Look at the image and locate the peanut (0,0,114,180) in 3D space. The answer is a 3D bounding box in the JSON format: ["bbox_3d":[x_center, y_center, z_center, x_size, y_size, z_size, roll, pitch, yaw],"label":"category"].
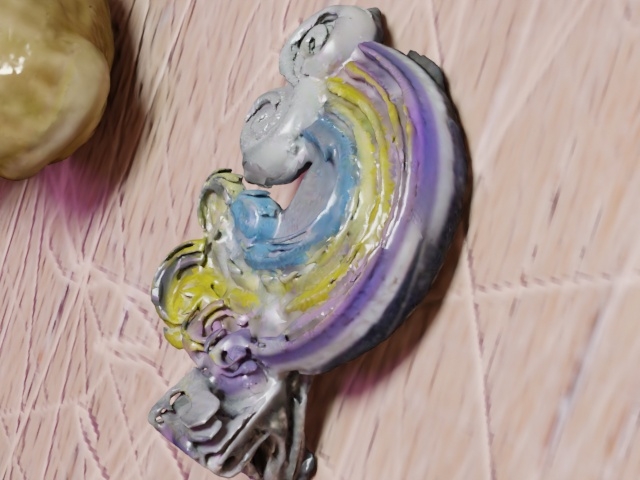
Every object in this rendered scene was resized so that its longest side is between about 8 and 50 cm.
[{"bbox_3d":[-0.172,-0.091,0.861,0.253,0.122,0.137,5,80,53],"label":"peanut"}]

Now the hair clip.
[{"bbox_3d":[0.000,0.000,0.630,0.116,0.049,0.172,23,87,44],"label":"hair clip"}]
